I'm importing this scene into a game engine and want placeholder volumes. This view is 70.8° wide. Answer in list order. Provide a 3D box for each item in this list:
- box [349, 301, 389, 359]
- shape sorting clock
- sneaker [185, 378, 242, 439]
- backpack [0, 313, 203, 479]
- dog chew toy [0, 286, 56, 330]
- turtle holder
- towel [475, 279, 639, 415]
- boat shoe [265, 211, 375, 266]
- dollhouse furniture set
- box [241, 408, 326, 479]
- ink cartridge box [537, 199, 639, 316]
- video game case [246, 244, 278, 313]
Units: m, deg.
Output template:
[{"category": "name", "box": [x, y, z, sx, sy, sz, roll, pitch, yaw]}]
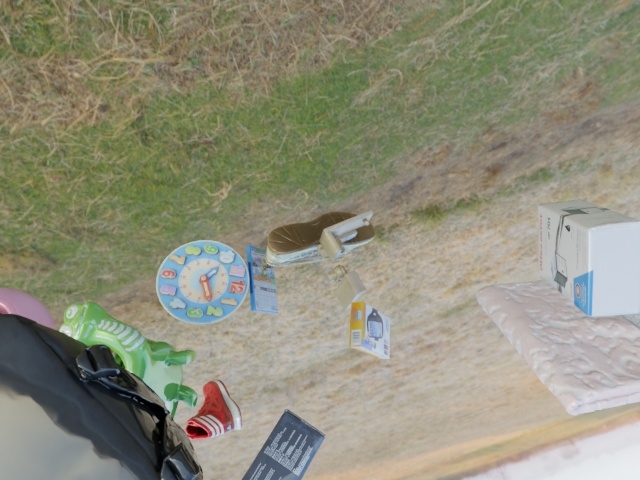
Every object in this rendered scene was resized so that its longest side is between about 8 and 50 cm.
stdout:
[{"category": "box", "box": [0.097, 0.171, 0.835, 0.028, 0.081, 0.136, -12, 152, 32]}, {"category": "shape sorting clock", "box": [-0.266, 0.091, 1.024, 0.207, 0.206, 0.040, -10, 157, -19]}, {"category": "sneaker", "box": [-0.301, 0.437, 1.174, 0.128, 0.086, 0.221, -9, -171, -32]}, {"category": "backpack", "box": [-0.248, 0.267, 0.491, 0.273, 0.290, 0.355, -44, 173, -14]}, {"category": "dog chew toy", "box": [-0.634, 0.234, 0.900, 0.207, 0.206, 0.331, -6, 148, -25]}, {"category": "turtle holder", "box": [-0.382, 0.279, 0.814, 0.228, 0.243, 0.320, 13, 152, 10]}, {"category": "towel", "box": [0.518, 0.166, 0.862, 0.317, 0.331, 0.053, -10, 117, -4]}, {"category": "boat shoe", "box": [0.000, 0.000, 1.112, 0.286, 0.104, 0.089, -8, 147, -23]}, {"category": "dollhouse furniture set", "box": [0.084, 0.047, 1.009, 0.123, 0.151, 0.144, -23, 160, -21]}, {"category": "box", "box": [-0.142, 0.523, 0.808, 0.394, 0.097, 0.318, -54, 171, -28]}, {"category": "ink cartridge box", "box": [0.426, 0.020, 0.727, 0.082, 0.139, 0.190, -7, -166, 5]}, {"category": "video game case", "box": [-0.149, 0.103, 1.159, 0.015, 0.166, 0.119, -14, 162, 21]}]
